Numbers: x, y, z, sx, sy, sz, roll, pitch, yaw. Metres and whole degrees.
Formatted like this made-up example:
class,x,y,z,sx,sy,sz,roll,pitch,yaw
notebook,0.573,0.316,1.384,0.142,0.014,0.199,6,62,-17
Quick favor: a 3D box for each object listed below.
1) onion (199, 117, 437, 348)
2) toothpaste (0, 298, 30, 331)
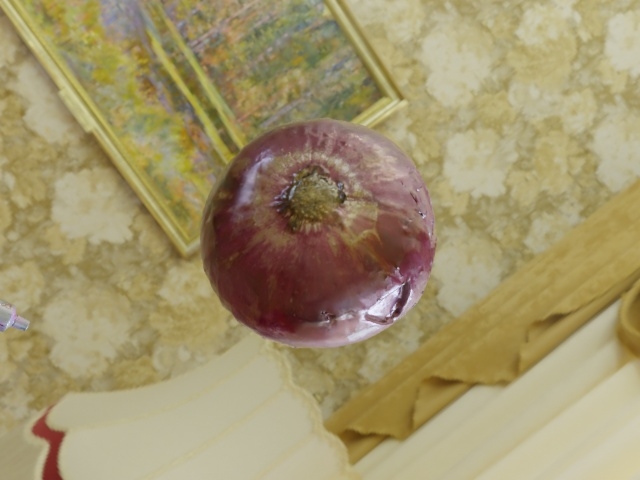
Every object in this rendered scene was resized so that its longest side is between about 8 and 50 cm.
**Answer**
class,x,y,z,sx,sy,sz,roll,pitch,yaw
onion,-0.002,-0.004,0.591,0.177,0.177,0.153,49,-35,25
toothpaste,-0.352,0.047,0.734,0.170,0.028,0.045,28,-37,-25
